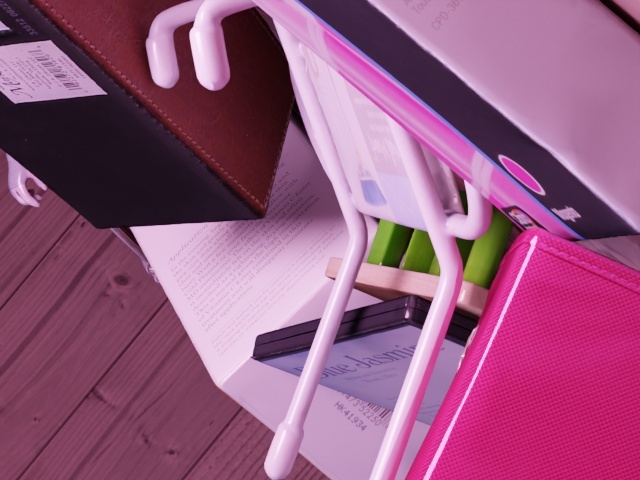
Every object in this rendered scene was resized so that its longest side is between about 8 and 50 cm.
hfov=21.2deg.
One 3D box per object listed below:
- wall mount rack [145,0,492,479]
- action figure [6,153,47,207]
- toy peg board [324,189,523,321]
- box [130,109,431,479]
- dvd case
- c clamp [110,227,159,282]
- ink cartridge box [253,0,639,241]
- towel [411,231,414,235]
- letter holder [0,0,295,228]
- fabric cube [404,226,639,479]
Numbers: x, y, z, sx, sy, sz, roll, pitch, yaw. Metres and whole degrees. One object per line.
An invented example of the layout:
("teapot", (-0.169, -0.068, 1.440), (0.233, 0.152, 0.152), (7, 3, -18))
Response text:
("wall mount rack", (0.000, 0.000, 0.980), (0.350, 0.130, 0.304), (-156, 46, -77))
("action figure", (-0.183, -0.165, 1.661), (0.370, 0.248, 0.276), (83, -179, -67))
("toy peg board", (0.118, 0.022, 1.163), (0.160, 0.079, 0.161), (24, 173, -33))
("box", (-0.010, 0.032, 1.404), (0.215, 0.168, 0.345), (44, -174, -33))
("dvd case", (0.103, 0.100, 1.188), (0.253, 0.022, 0.180), (23, 157, -30))
("c clamp", (-0.173, -0.014, 1.504), (0.137, 0.022, 0.161), (44, -174, -41))
("ink cartridge box", (-0.013, -0.138, 0.684), (0.371, 0.069, 0.176), (42, 176, -2))
("towel", (0.180, 0.083, 1.661), (0.329, 0.037, 0.237), (37, 174, 21))
("letter holder", (-0.149, -0.175, 1.127), (0.152, 0.214, 0.302), (-3, 149, 34))
("fabric cube", (0.151, 0.171, 0.795), (0.259, 0.258, 0.254), (25, 177, 6))
